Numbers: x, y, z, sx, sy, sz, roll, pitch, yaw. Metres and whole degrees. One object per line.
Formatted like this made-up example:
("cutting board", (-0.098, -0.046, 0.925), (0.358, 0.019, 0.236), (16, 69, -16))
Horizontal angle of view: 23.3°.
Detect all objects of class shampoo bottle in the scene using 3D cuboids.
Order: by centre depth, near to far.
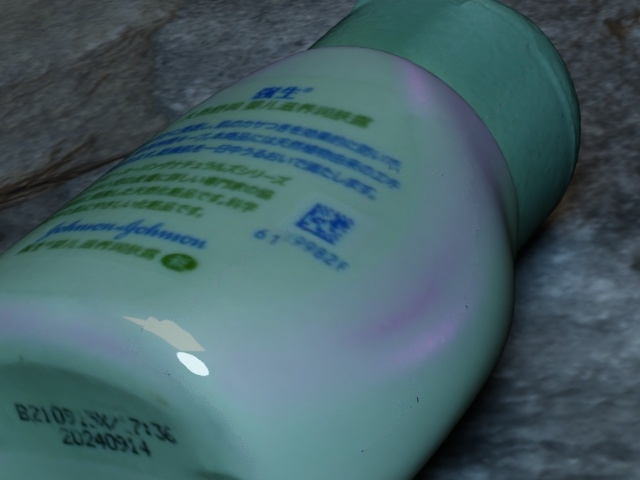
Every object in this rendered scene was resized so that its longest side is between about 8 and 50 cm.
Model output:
("shampoo bottle", (0.000, 0.000, 0.698), (0.222, 0.151, 0.349), (1, 31, 35))
